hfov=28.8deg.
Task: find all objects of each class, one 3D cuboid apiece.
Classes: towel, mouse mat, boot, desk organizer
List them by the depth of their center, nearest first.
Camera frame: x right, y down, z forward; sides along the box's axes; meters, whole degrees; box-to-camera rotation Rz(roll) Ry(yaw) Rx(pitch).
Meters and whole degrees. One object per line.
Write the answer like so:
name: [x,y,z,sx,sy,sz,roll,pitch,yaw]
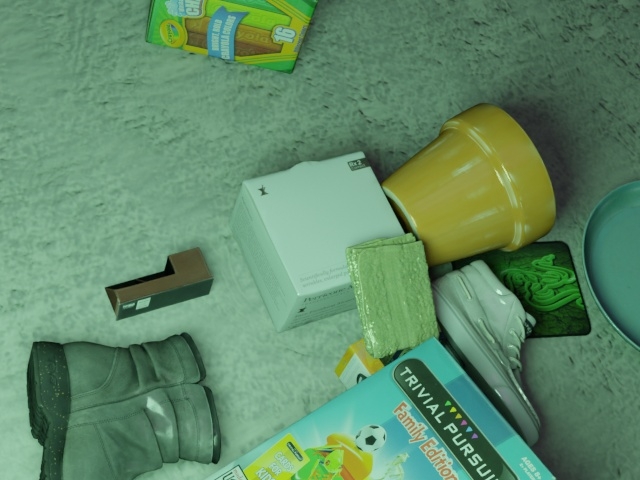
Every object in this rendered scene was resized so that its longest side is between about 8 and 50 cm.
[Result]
boot: [-0.217,0.258,1.450,0.222,0.118,0.338,0,64,-20]
towel: [0.092,0.068,1.571,0.110,0.027,0.148,-10,84,-24]
desk organizer: [-0.208,0.055,1.606,0.130,0.047,0.050,-16,64,-23]
boot: [0.241,0.141,1.646,0.123,0.095,0.258,-29,71,-15]
mouse mat: [0.281,0.069,1.759,0.189,0.007,0.153,-1,61,-17]

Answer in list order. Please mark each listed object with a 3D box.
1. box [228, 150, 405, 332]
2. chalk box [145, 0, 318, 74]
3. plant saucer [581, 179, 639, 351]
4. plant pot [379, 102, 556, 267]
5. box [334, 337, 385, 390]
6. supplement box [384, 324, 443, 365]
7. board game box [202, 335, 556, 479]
box: [0.000,0.000,1.653,0.181,0.119,0.182,-16,66,-23]
chalk box: [-0.153,-0.387,1.798,0.289,0.180,0.179,10,59,-9]
plant saucer: [0.521,0.055,1.813,0.317,0.044,0.318,7,59,-11]
plant pot: [0.183,-0.057,1.698,0.188,0.205,0.205,-27,71,-16]
box: [0.074,0.198,1.582,0.028,0.081,0.136,-29,72,-28]
supplement box: [0.111,0.114,1.639,0.056,0.083,0.083,-11,64,-20]
board game box: [0.061,0.291,1.409,0.336,0.079,0.254,-32,45,-8]
